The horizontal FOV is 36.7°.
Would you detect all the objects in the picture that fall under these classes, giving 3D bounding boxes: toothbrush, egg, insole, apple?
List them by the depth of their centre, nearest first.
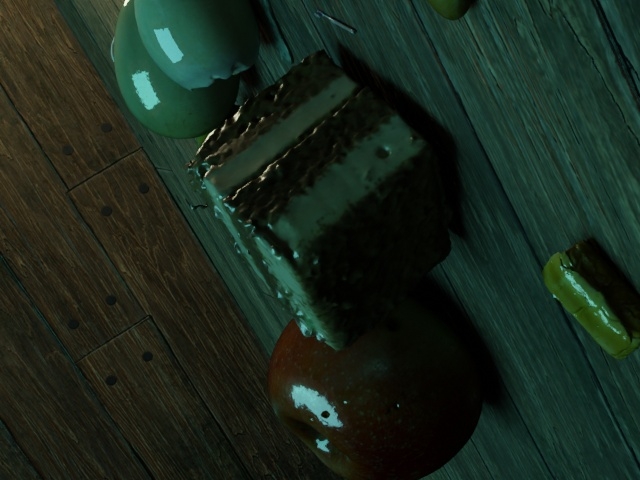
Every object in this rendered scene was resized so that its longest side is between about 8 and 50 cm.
[{"bbox_3d":[0.019,-0.287,1.273,0.097,0.008,0.006,41,163,48],"label":"toothbrush"},{"bbox_3d":[-0.086,-0.355,1.486,0.065,0.006,0.193,33,153,58],"label":"insole"},{"bbox_3d":[-0.198,-0.353,1.516,0.217,0.183,0.183,66,164,-15],"label":"egg"},{"bbox_3d":[0.087,0.239,1.587,0.348,0.277,0.348,37,157,18],"label":"apple"},{"bbox_3d":[-0.261,-0.327,1.721,0.218,0.218,0.296,23,132,66],"label":"egg"}]

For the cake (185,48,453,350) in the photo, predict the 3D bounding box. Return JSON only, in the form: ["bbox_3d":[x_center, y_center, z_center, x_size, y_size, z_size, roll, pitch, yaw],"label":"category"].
[{"bbox_3d":[0.010,-0.052,1.304,0.290,0.282,0.256,42,167,34],"label":"cake"}]

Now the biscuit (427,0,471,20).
[{"bbox_3d":[0.115,-0.289,0.859,0.164,0.047,0.208,59,167,-7],"label":"biscuit"}]

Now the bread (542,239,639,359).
[{"bbox_3d":[0.294,0.063,1.024,0.132,0.053,0.074,52,166,9],"label":"bread"}]

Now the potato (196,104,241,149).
[{"bbox_3d":[-0.133,-0.149,1.835,0.298,0.141,0.176,46,172,38],"label":"potato"}]

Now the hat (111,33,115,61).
[{"bbox_3d":[-0.312,-0.375,1.929,0.203,0.203,0.126,58,-179,-5],"label":"hat"}]
